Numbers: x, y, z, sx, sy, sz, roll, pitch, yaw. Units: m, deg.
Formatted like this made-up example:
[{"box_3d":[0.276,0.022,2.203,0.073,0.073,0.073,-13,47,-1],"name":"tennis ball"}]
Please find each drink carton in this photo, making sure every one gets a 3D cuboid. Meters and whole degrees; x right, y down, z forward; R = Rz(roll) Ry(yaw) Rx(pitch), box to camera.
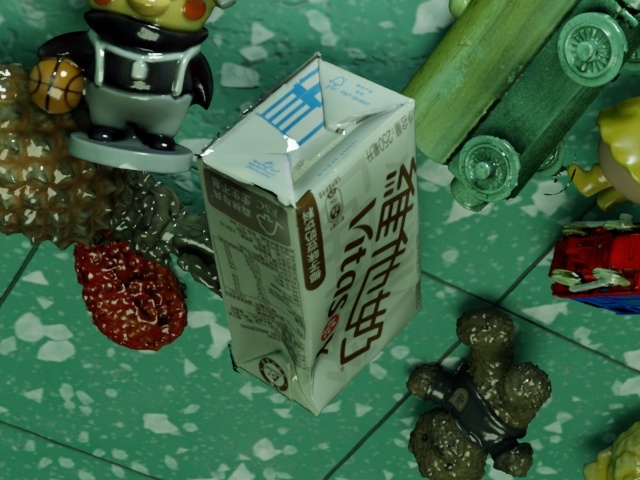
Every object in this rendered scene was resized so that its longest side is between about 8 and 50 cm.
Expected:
[{"box_3d":[0.000,0.000,1.449,0.132,0.194,0.324,29,146,29],"name":"drink carton"}]

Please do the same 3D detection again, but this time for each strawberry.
[{"box_3d":[-0.228,0.063,1.615,0.121,0.082,0.188,-16,133,18],"name":"strawberry"}]

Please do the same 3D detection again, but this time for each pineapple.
[{"box_3d":[-0.228,-0.043,1.458,0.361,0.175,0.175,34,124,-25],"name":"pineapple"}]

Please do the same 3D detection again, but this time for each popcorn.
[{"box_3d":[0.429,0.310,1.792,0.180,0.170,0.180,-5,101,-24],"name":"popcorn"}]

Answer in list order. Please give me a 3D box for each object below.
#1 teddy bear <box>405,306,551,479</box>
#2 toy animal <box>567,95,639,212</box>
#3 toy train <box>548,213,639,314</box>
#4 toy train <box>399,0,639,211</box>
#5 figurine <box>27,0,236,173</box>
[{"box_3d":[0.202,0.200,1.713,0.129,0.182,0.251,-10,143,-43],"name":"teddy bear"},{"box_3d":[0.361,-0.105,1.422,0.156,0.156,0.230,35,127,-27],"name":"toy animal"},{"box_3d":[0.327,0.027,1.510,0.131,0.082,0.204,18,171,-17],"name":"toy train"},{"box_3d":[0.203,-0.168,1.381,0.126,0.189,0.307,-12,148,-46],"name":"toy train"},{"box_3d":[-0.173,-0.191,1.314,0.176,0.133,0.236,9,101,-10],"name":"figurine"}]
